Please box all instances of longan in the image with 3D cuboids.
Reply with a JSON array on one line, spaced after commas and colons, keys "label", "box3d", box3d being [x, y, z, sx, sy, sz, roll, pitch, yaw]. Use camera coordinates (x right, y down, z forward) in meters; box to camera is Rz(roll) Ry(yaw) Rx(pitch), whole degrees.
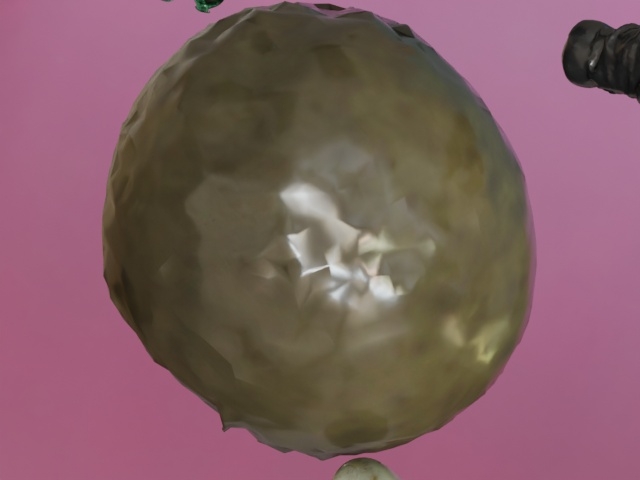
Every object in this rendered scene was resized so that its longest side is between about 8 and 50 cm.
[{"label": "longan", "box3d": [-0.001, 0.003, 1.747, 0.404, 0.404, 0.436, 31, 154, 36]}]

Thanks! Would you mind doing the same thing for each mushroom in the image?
[{"label": "mushroom", "box3d": [0.044, 0.229, 1.671, 0.083, 0.067, 0.083, 41, 176, 3]}]

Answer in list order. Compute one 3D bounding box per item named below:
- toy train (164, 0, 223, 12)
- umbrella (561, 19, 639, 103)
[{"label": "toy train", "box3d": [-0.131, -0.245, 1.531, 0.172, 0.099, 0.070, 23, -171, 31]}, {"label": "umbrella", "box3d": [0.359, -0.137, 1.554, 0.358, 0.106, 0.113, 15, 134, 40]}]
